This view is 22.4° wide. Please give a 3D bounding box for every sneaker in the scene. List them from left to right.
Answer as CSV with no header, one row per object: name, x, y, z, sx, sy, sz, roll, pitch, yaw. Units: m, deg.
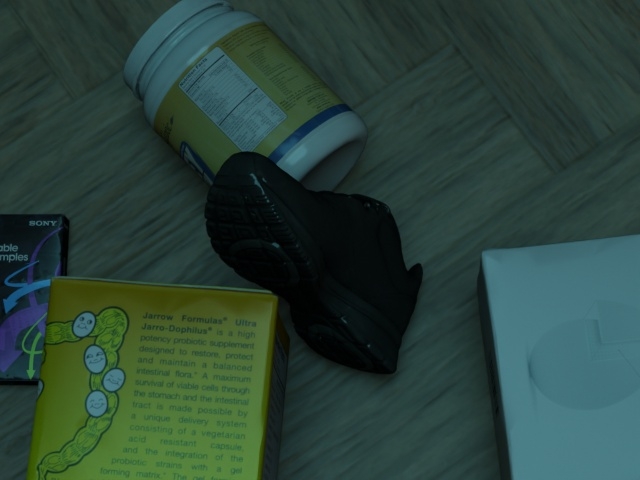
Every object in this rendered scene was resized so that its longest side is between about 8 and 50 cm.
sneaker,0.000,0.000,1.410,0.109,0.286,0.130,12,63,36

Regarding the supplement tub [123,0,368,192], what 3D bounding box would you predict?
supplement tub,-0.071,-0.119,1.488,0.144,0.144,0.199,-43,77,-8

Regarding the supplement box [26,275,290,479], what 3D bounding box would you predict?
supplement box,-0.140,0.228,1.375,0.195,0.194,0.356,4,75,3

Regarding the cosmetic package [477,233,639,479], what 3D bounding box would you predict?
cosmetic package,0.263,0.117,1.416,0.225,0.138,0.224,-6,75,2

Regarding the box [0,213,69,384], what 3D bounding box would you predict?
box,-0.298,0.054,1.512,0.116,0.029,0.162,-1,74,2
